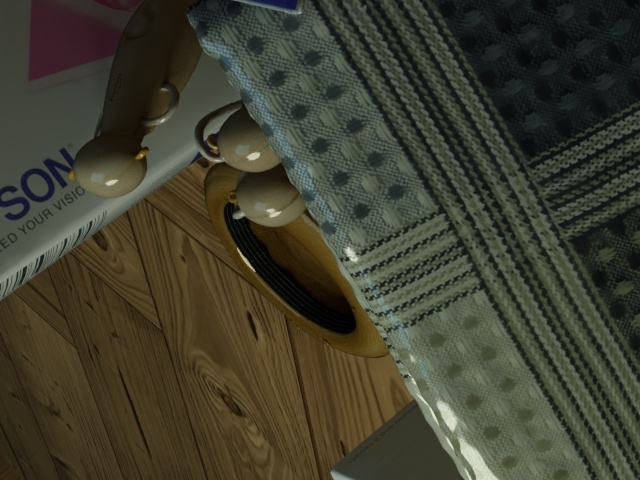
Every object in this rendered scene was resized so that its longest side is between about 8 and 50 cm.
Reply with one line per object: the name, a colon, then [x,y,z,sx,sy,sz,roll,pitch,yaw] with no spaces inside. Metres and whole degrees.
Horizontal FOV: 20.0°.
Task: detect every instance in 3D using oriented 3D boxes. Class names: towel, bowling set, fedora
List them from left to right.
fedora: [0.000,0.000,1.367,0.194,0.079,0.194,37,156,20]
bowling set: [0.015,-0.066,1.095,0.287,0.154,0.200,-13,137,40]
towel: [0.153,-0.036,0.785,0.324,0.312,0.056,59,-169,-16]

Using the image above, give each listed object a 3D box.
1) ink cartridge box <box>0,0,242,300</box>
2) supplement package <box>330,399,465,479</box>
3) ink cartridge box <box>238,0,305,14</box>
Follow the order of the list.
ink cartridge box: [-0.205,-0.167,1.190,0.330,0.324,0.071,51,157,2]
supplement package: [0.184,0.182,1.117,0.263,0.199,0.198,11,134,59]
ink cartridge box: [-0.003,-0.263,0.754,0.165,0.065,0.332,23,104,51]
